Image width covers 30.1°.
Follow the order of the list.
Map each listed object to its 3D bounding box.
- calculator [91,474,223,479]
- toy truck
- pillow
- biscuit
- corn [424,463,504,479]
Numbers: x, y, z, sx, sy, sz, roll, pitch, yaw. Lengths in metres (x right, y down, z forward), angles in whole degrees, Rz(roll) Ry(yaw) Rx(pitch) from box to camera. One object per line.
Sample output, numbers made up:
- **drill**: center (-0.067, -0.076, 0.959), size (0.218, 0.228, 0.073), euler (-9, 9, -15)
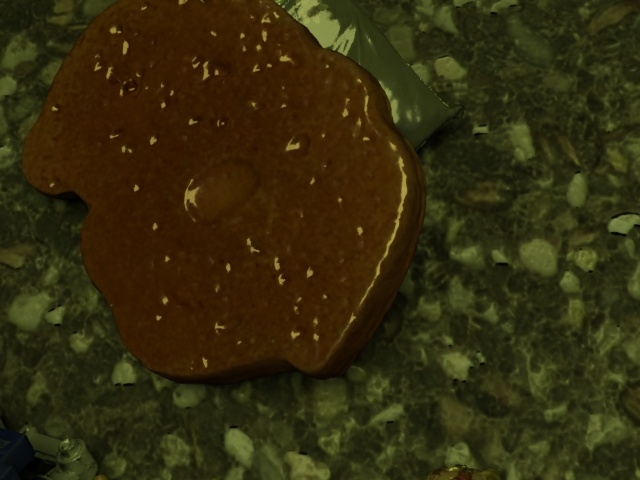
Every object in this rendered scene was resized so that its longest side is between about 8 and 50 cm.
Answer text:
- **calculator**: center (-0.148, 0.328, 1.051), size (0.157, 0.033, 0.236), euler (4, 86, -16)
- **toy truck**: center (-0.332, 0.217, 1.091), size (0.213, 0.161, 0.177), euler (8, 42, 32)
- **pillow**: center (0.015, -0.173, 1.218), size (0.169, 0.059, 0.255), euler (-40, 79, 2)
- **biscuit**: center (-0.094, -0.062, 1.165), size (0.350, 0.078, 0.455), euler (-40, 68, 16)
- **corn**: center (0.125, 0.323, 1.033), size (0.086, 0.086, 0.253), euler (1, 70, 7)
